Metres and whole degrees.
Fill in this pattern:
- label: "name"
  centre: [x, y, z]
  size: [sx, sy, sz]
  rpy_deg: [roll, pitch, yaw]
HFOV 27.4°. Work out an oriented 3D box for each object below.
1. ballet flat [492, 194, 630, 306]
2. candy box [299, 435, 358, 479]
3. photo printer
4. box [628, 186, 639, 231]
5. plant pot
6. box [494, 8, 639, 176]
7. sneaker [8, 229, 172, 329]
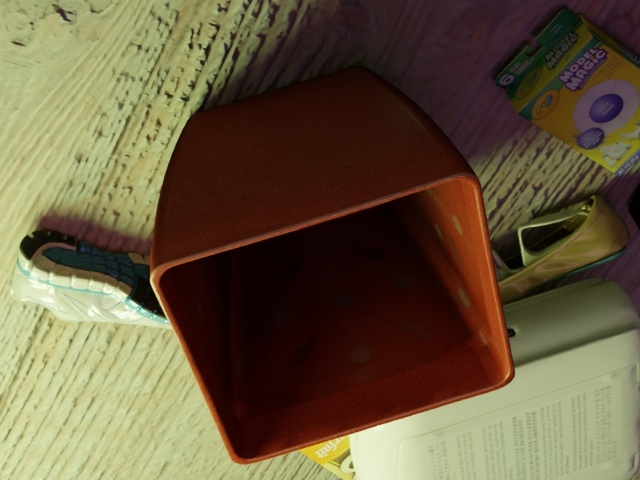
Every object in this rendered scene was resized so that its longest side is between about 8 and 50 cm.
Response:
- label: "ballet flat"
  centre: [0.208, 0.024, 1.383]
  size: [0.232, 0.080, 0.073]
  rpy_deg: [-28, 105, 8]
- label: "candy box"
  centre: [0.049, 0.162, 1.442]
  size: [0.183, 0.087, 0.316]
  rpy_deg: [-37, 130, 17]
- label: "photo printer"
  centre: [0.181, 0.189, 1.378]
  size: [0.307, 0.107, 0.256]
  rpy_deg: [-18, 130, -7]
- label: "box"
  centre: [0.518, -0.072, 1.289]
  size: [0.294, 0.183, 0.296]
  rpy_deg: [4, 131, -20]
- label: "plant pot"
  centre: [0.000, 0.000, 1.178]
  size: [0.267, 0.236, 0.267]
  rpy_deg: [-17, 133, 1]
- label: "box"
  centre: [0.259, -0.141, 1.251]
  size: [0.179, 0.043, 0.105]
  rpy_deg: [26, 121, -31]
- label: "sneaker"
  centre: [-0.216, 0.053, 1.294]
  size: [0.191, 0.071, 0.083]
  rpy_deg: [21, 130, -20]
